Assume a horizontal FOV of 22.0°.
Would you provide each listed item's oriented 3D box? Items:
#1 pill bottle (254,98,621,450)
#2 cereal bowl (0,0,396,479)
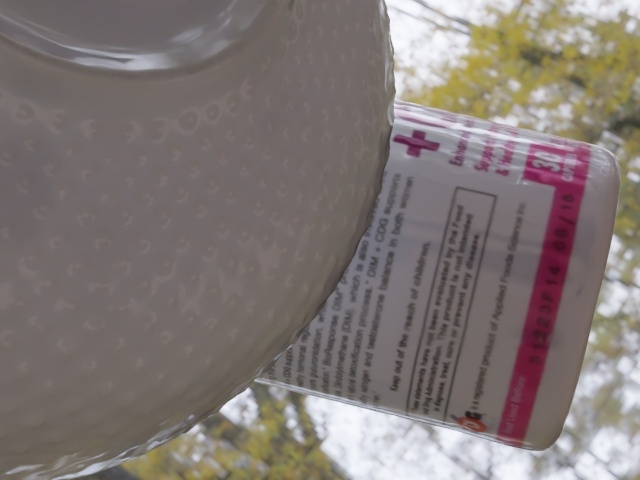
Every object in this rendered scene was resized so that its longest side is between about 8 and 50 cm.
[{"bbox_3d":[0.000,0.000,0.849,0.160,0.283,0.160,13,-90,-84],"label":"pill bottle"},{"bbox_3d":[-0.111,-0.093,0.582,0.339,0.339,0.141,-14,-16,-36],"label":"cereal bowl"}]
